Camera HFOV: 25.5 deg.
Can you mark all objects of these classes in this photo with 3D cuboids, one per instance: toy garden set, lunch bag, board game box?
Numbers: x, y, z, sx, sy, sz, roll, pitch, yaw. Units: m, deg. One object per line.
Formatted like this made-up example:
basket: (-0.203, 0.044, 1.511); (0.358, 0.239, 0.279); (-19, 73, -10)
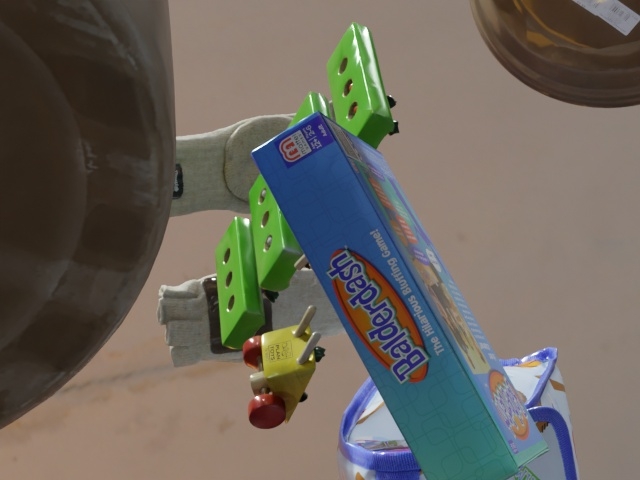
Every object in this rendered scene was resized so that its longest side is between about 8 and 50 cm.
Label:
toy garden set: (0.000, 0.000, 1.028); (0.049, 0.203, 0.244); (17, -51, -23)
lunch bag: (0.139, 0.296, 1.330); (0.239, 0.385, 0.327); (-7, -85, 16)
board game box: (0.049, 0.039, 0.784); (0.047, 0.210, 0.160); (-31, -12, 10)

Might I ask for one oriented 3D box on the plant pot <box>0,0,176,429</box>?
plant pot: (-0.177, -0.076, 0.473); (0.323, 0.280, 0.323); (-13, -53, -18)

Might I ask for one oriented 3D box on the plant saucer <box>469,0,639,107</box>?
plant saucer: (0.278, -0.263, 1.356); (0.278, 0.278, 0.041); (-44, -18, 0)

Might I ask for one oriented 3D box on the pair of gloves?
pair of gloves: (-0.060, 0.000, 1.290); (0.204, 0.042, 0.240); (-14, -65, -21)
